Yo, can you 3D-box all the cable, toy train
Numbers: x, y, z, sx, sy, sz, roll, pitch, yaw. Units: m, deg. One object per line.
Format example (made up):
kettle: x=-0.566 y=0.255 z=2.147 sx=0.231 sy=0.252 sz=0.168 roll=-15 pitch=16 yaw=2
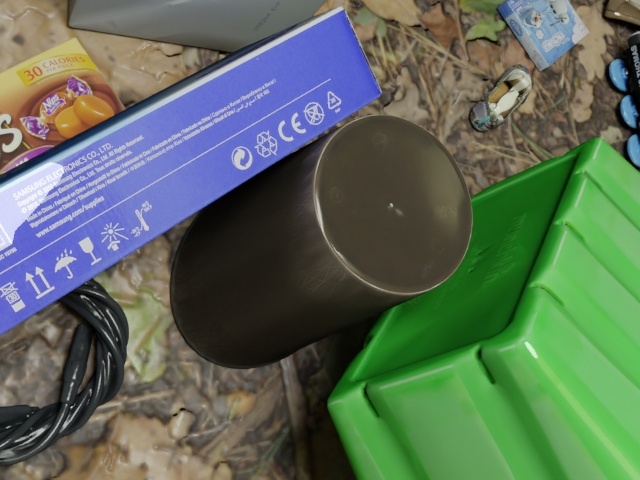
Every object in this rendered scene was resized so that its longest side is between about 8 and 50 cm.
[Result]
cable: x=-0.237 y=0.090 z=0.617 sx=0.184 sy=0.047 sz=0.150 roll=-38 pitch=101 yaw=-32
toy train: x=0.415 y=-0.162 z=0.994 sx=0.105 sy=0.080 sz=0.184 roll=-4 pitch=79 yaw=-34

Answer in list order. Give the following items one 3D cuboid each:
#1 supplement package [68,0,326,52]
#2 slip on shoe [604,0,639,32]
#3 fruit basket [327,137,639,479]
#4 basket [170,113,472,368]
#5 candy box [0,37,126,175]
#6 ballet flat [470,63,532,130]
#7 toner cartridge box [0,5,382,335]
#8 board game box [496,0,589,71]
supplement package: x=-0.097 y=-0.326 z=0.698 sx=0.198 sy=0.199 sz=0.262 roll=3 pitch=76 yaw=-26
slip on shoe: x=0.413 y=-0.277 z=1.043 sx=0.135 sy=0.051 sz=0.041 roll=16 pitch=110 yaw=-31
fruit basket: x=0.206 y=0.159 z=0.675 sx=0.392 sy=0.283 sz=0.391 roll=26 pitch=52 yaw=-38
basket: x=0.000 y=0.000 z=0.652 sx=0.154 sy=0.227 sz=0.204 roll=44 pitch=63 yaw=-11
candy box: x=-0.242 y=-0.067 z=0.644 sx=0.187 sy=0.053 sz=0.109 roll=-37 pitch=96 yaw=-31
ballet flat: x=0.208 y=-0.160 z=0.907 sx=0.041 sy=0.041 sz=0.114 roll=49 pitch=61 yaw=-9
toner cartridge box: x=-0.135 y=-0.047 z=0.574 sx=0.348 sy=0.165 sz=0.075 roll=-36 pitch=109 yaw=-31
board game box: x=0.262 y=-0.258 z=0.970 sx=0.090 sy=0.020 sz=0.090 roll=-40 pitch=98 yaw=-29
